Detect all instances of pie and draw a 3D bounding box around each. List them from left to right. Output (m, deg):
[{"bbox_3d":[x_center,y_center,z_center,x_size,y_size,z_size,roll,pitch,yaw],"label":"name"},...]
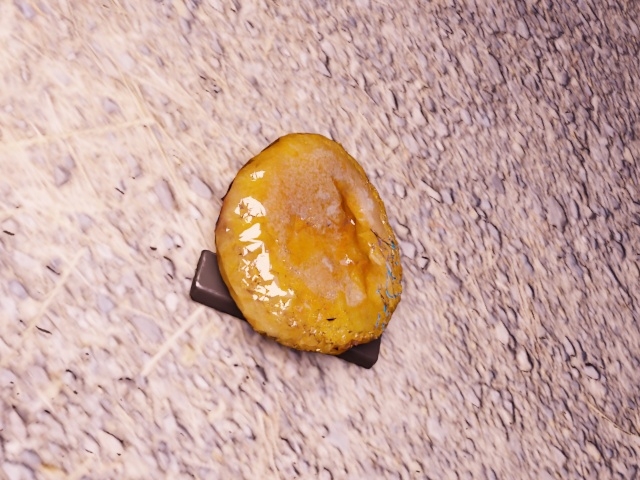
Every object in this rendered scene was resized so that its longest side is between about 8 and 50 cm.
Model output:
[{"bbox_3d":[0.000,0.000,0.897,0.274,0.069,0.273,15,66,-37],"label":"pie"}]

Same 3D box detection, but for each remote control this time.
[{"bbox_3d":[-0.032,0.078,0.894,0.245,0.025,0.063,24,58,-25],"label":"remote control"}]
